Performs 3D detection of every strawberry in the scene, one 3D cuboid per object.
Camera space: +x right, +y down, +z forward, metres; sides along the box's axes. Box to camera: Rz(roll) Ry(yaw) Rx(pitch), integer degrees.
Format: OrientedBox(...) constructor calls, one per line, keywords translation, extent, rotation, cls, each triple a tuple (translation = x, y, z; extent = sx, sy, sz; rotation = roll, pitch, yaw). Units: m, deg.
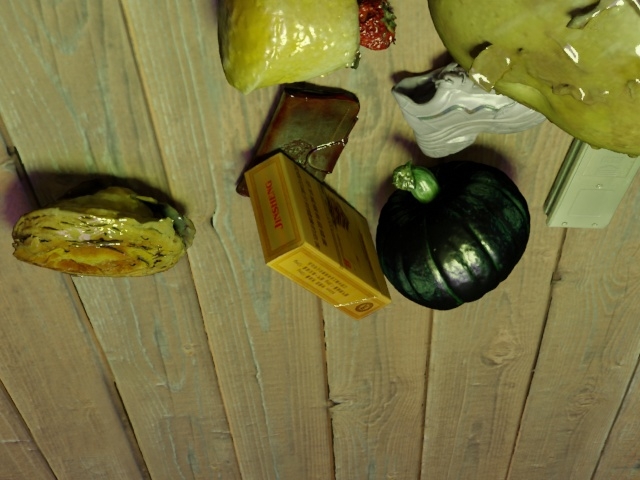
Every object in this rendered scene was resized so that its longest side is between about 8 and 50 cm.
OrientedBox(translation=(0.061, -0.287, 1.346), extent=(0.083, 0.073, 0.073), rotation=(-8, 144, 29), cls="strawberry")

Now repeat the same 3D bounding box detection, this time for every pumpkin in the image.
OrientedBox(translation=(0.187, -0.034, 1.543), extent=(0.247, 0.248, 0.248), rotation=(-2, 142, -1), cls="pumpkin")

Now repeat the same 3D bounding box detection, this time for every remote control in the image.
OrientedBox(translation=(0.443, -0.121, 1.587), extent=(0.102, 0.056, 0.277), rotation=(3, 143, -6), cls="remote control")

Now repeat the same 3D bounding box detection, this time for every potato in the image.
OrientedBox(translation=(0.312, -0.258, 1.150), extent=(0.442, 0.385, 0.319), rotation=(30, 144, -21), cls="potato")

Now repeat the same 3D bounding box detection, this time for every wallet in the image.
OrientedBox(translation=(-0.032, -0.141, 1.550), extent=(0.137, 0.031, 0.255), rotation=(7, 144, -19), cls="wallet")

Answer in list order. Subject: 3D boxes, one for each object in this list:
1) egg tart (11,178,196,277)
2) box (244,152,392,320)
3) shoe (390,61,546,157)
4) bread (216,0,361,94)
OrientedBox(translation=(-0.350, -0.019, 1.628), extent=(0.297, 0.132, 0.297), rotation=(-3, 157, -1), cls="egg tart")
OrientedBox(translation=(0.000, 0.000, 1.580), extent=(0.076, 0.174, 0.274), rotation=(-28, 146, 20), cls="box")
OrientedBox(translation=(0.222, -0.210, 1.429), extent=(0.245, 0.095, 0.137), rotation=(-18, 142, 29), cls="shoe")
OrientedBox(translation=(-0.045, -0.279, 1.261), extent=(0.170, 0.197, 0.197), rotation=(0, 142, -14), cls="bread")
